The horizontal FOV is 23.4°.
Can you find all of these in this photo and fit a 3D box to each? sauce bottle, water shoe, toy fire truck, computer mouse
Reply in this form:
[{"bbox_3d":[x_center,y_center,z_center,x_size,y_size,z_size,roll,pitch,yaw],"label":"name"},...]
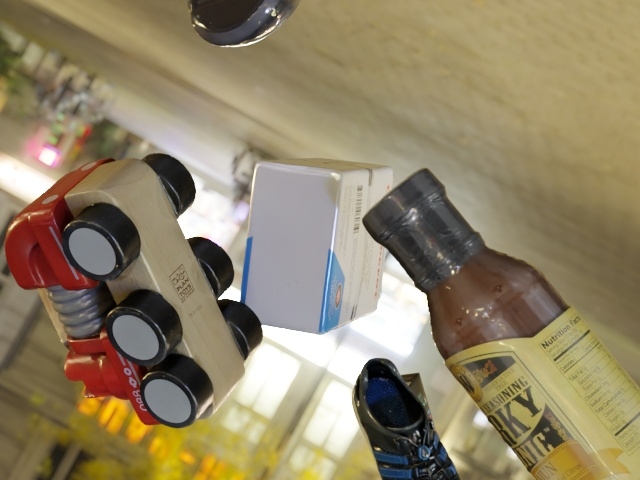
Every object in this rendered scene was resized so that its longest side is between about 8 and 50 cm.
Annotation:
[{"bbox_3d":[0.164,0.096,1.213,0.344,0.111,0.111,51,-179,8],"label":"sauce bottle"},{"bbox_3d":[0.086,0.207,1.483,0.203,0.073,0.080,57,167,24],"label":"water shoe"},{"bbox_3d":[-0.193,0.043,1.315,0.246,0.158,0.217,-10,115,34],"label":"toy fire truck"},{"bbox_3d":[-0.054,-0.300,1.499,0.188,0.272,0.072,-8,155,33],"label":"computer mouse"}]

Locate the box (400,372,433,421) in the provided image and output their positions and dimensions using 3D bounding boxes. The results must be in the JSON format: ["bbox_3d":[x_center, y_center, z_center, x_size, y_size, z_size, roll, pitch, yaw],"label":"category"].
[{"bbox_3d":[0.114,0.234,2.142,0.062,0.083,0.052,-9,-163,24],"label":"box"}]

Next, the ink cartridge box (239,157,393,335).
[{"bbox_3d":[0.000,0.000,1.442,0.086,0.148,0.203,8,-175,14],"label":"ink cartridge box"}]
